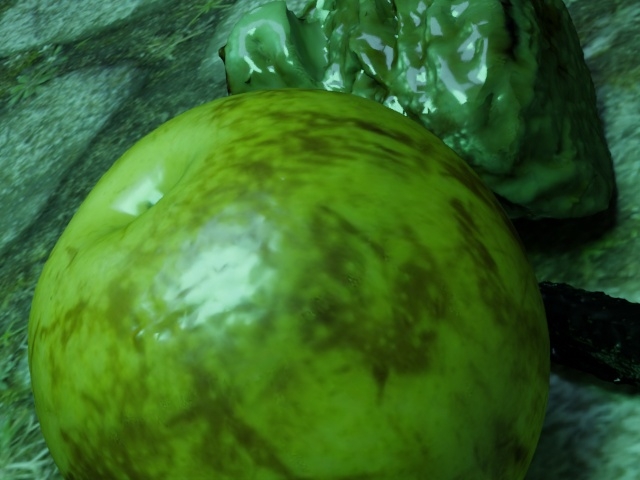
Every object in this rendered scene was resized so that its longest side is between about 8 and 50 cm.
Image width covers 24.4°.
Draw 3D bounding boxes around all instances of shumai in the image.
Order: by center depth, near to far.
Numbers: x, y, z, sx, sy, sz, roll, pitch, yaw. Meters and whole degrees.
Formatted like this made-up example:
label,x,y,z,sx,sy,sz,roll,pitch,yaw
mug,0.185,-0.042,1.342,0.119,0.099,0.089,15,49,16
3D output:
label,x,y,z,sx,sy,sz,roll,pitch,yaw
shumai,0.060,-0.095,0.955,0.218,0.189,0.256,-17,41,14

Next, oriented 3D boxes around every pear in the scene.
label,x,y,z,sx,sy,sz,roll,pitch,yaw
pear,-0.011,0.059,0.755,0.281,0.280,0.280,-25,32,17

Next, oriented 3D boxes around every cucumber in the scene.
label,x,y,z,sx,sy,sz,roll,pitch,yaw
cucumber,0.167,0.053,0.804,0.053,0.053,0.181,-44,30,-16
